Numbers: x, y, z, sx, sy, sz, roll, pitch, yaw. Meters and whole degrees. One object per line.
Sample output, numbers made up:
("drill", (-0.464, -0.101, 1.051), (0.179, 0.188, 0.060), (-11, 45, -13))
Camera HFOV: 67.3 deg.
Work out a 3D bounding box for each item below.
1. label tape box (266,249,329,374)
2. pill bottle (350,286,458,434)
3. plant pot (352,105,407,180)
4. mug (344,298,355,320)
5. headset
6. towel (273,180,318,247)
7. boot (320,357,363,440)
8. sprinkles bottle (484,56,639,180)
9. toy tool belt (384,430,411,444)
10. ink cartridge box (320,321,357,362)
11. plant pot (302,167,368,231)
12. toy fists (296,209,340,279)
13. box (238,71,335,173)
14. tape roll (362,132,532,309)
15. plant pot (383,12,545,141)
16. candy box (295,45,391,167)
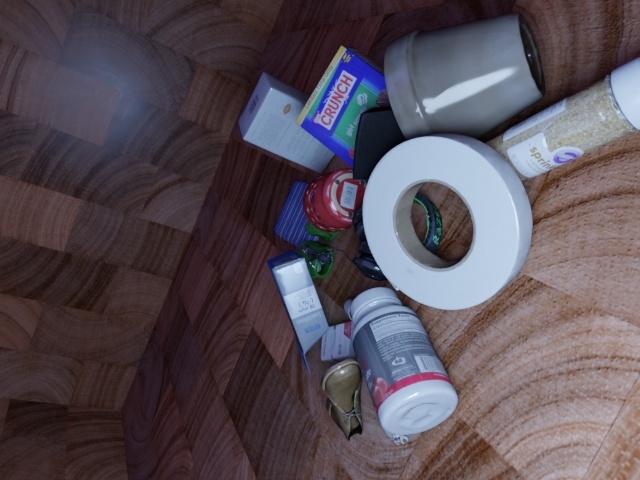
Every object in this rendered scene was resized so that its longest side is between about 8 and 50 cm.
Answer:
("label tape box", (-0.057, 0.210, 1.490), (0.240, 0.105, 0.334), (-156, 46, -79))
("pill bottle", (0.174, 0.265, 1.120), (0.176, 0.176, 0.319), (-54, 34, 27))
("plant pot", (0.187, -0.263, 1.259), (0.187, 0.188, 0.167), (-1, 112, 21))
("mug", (0.106, 0.197, 1.403), (0.064, 0.078, 0.062), (-157, 54, -68))
("headset", (0.136, -0.004, 1.326), (0.394, 0.185, 0.243), (-22, 54, 38))
("towel", (-0.063, -0.097, 1.863), (0.336, 0.040, 0.243), (29, 96, 58))
("boot", (0.071, 0.396, 1.193), (0.305, 0.112, 0.115), (84, 162, -48))
("sprinkles bottle", (0.476, -0.212, 0.955), (0.355, 0.121, 0.121), (-28, 51, 50))
("toy tool belt", (0.189, 0.452, 1.126), (0.083, 0.052, 0.051), (-34, 78, 50))
("ink cartridge box", (0.065, 0.298, 1.397), (0.135, 0.056, 0.099), (-26, 51, 51))
("plant pot", (0.062, -0.125, 1.492), (0.174, 0.191, 0.191), (-9, 65, 65))
("toy fists", (0.000, 0.000, 1.641), (0.142, 0.096, 0.279), (9, 79, 51))
("box", (-0.099, -0.431, 1.791), (0.215, 0.345, 0.168), (-55, 33, 25))
("tape roll", (0.261, -0.038, 1.062), (0.392, 0.072, 0.392), (20, 119, 40))
("plant pot", (0.349, -0.370, 1.118), (0.280, 0.323, 0.323), (-14, 60, 35))
("candy box", (0.128, -0.374, 1.432), (0.268, 0.317, 0.122), (-55, -11, 26))
